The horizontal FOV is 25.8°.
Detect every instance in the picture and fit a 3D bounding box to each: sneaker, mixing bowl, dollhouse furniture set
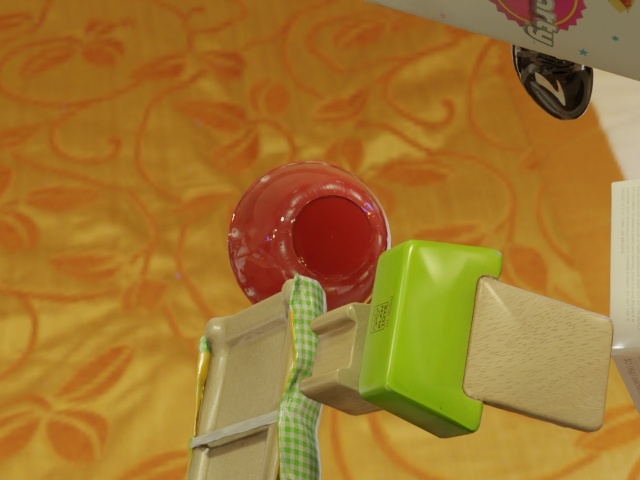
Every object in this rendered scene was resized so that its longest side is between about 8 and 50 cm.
[{"bbox_3d":[0.191,-0.163,1.135,0.067,0.188,0.078,-10,50,4],"label":"sneaker"},{"bbox_3d":[0.000,0.000,1.450,0.181,0.181,0.098,-16,-2,-14],"label":"mixing bowl"},{"bbox_3d":[0.033,0.132,0.807,0.151,0.301,0.197,17,71,-21],"label":"dollhouse furniture set"}]

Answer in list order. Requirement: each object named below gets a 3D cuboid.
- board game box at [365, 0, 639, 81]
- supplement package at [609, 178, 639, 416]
[{"bbox_3d":[0.149,-0.210,0.795,0.303,0.097,0.224,20,53,24],"label":"board game box"},{"bbox_3d":[0.406,0.049,1.174,0.293,0.177,0.175,-8,54,23],"label":"supplement package"}]
